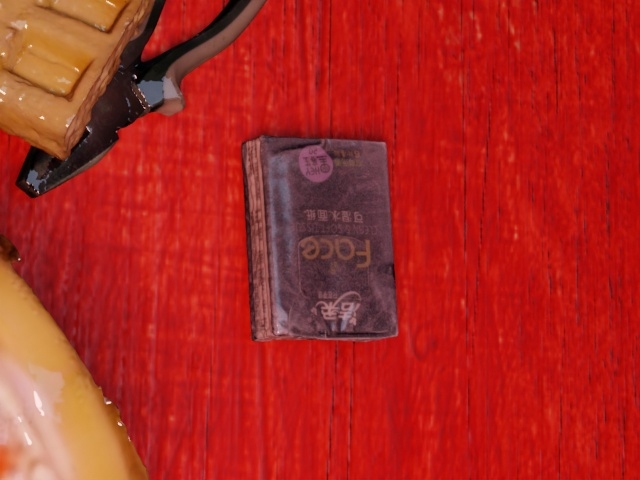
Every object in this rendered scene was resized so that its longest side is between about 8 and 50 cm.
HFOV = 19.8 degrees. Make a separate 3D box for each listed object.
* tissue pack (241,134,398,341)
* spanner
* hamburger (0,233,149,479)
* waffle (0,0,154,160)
[{"bbox_3d":[0.000,0.000,1.397,0.112,0.051,0.156,2,80,-29],"label":"tissue pack"},{"bbox_3d":[-0.120,-0.152,1.365,0.095,0.040,0.325,45,63,-16],"label":"spanner"},{"bbox_3d":[-0.260,0.113,1.130,0.186,0.261,0.302,-28,77,-25],"label":"hamburger"},{"bbox_3d":[-0.194,-0.204,1.299,0.168,0.057,0.274,27,69,-1],"label":"waffle"}]
